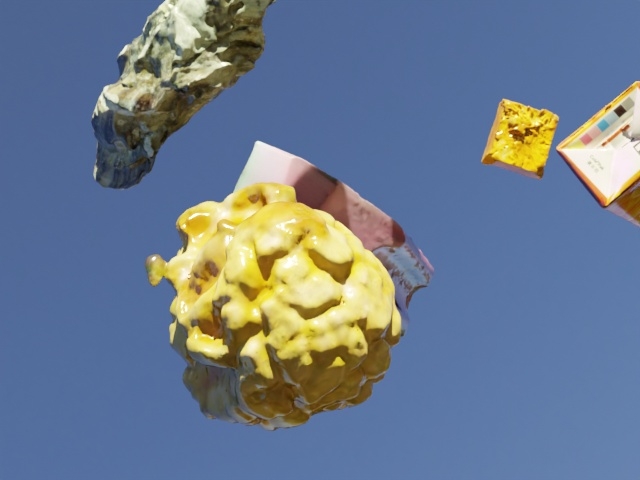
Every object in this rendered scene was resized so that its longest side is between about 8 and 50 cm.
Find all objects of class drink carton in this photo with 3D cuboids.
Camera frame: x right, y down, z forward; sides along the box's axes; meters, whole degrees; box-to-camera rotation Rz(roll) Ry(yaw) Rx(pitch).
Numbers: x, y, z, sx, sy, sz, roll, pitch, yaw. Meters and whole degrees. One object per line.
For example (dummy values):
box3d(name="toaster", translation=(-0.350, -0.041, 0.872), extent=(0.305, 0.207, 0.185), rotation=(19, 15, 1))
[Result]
box3d(name="drink carton", translation=(0.292, -0.070, 1.399), extent=(0.096, 0.071, 0.223), rotation=(-40, -19, 13))

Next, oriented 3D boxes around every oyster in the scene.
box3d(name="oyster", translation=(-0.126, -0.155, 1.370), extent=(0.087, 0.252, 0.199), rotation=(23, -115, -28))

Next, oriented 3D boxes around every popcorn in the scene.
box3d(name="popcorn", translation=(-0.033, 0.047, 1.080), extent=(0.170, 0.180, 0.180), rotation=(18, -77, -28))

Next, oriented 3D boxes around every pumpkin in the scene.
box3d(name="pumpkin", translation=(0.232, -0.116, 1.805), extent=(0.074, 0.054, 0.083), rotation=(18, -98, -4))

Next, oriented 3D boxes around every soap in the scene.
box3d(name="soap", translation=(0.000, 0.000, 1.777), extent=(0.109, 0.193, 0.324), rotation=(-64, -21, -6))
